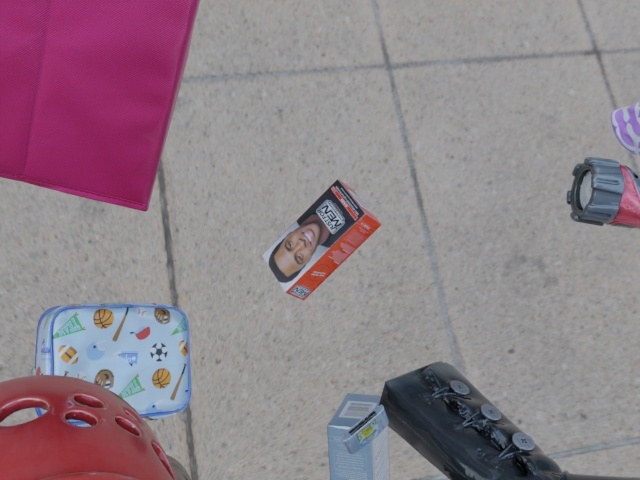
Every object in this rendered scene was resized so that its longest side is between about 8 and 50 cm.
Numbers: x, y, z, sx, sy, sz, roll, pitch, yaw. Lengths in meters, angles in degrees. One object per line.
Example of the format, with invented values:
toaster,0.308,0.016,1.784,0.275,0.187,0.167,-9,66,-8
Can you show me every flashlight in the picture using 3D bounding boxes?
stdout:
flashlight,0.536,-0.058,1.093,0.303,0.103,0.103,6,44,-3

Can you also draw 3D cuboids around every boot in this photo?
boot,0.364,0.383,1.304,0.366,0.445,0.146,8,107,-40

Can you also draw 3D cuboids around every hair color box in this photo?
hair color box,0.102,0.596,1.808,0.113,0.185,0.375,1,103,18
hair color box,0.000,0.000,0.905,0.141,0.043,0.072,-46,53,13

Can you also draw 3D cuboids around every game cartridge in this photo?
game cartridge,0.071,0.297,1.129,0.083,0.056,0.017,-37,52,-13

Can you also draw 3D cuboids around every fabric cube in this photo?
fabric cube,-0.267,-0.222,0.749,0.259,0.258,0.254,13,27,-16

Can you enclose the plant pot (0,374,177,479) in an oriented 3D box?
plant pot,-0.171,0.199,0.457,0.191,0.174,0.191,-4,98,-29

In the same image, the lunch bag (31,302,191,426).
lunch bag,-0.397,0.240,1.377,0.303,0.115,0.243,4,81,-37

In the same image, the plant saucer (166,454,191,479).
plant saucer,-0.252,0.418,0.944,0.041,0.278,0.278,12,64,32

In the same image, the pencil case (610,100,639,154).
pencil case,0.528,-0.206,1.052,0.086,0.206,0.088,10,60,-38
